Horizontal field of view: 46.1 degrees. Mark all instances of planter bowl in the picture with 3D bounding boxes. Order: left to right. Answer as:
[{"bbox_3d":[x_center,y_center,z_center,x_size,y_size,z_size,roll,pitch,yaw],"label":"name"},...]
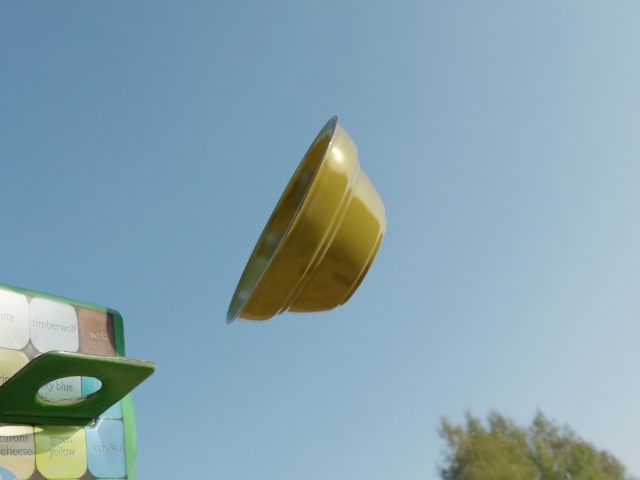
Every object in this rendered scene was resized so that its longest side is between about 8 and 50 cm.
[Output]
[{"bbox_3d":[0.000,0.000,0.701,0.090,0.217,0.217,28,-52,-9],"label":"planter bowl"}]

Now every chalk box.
[{"bbox_3d":[-0.241,0.139,0.499,0.288,0.179,0.180,-23,-25,26],"label":"chalk box"}]
